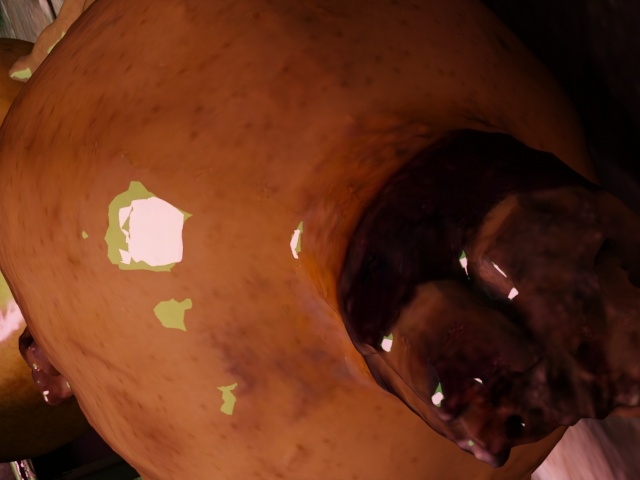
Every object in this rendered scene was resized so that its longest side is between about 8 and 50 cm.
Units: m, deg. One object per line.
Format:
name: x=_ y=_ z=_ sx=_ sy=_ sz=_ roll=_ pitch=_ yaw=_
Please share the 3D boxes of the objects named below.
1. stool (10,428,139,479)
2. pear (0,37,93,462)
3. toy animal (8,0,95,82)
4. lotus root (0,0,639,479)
stool: x=-0.221 y=0.098 z=1.413 sx=0.269 sy=0.170 sz=0.243 roll=126 pitch=122 yaw=-73
pear: x=-0.239 y=0.012 z=1.141 sx=0.304 sy=0.304 sz=0.304 roll=161 pitch=90 yaw=-76
toy animal: x=-0.117 y=-0.120 z=0.921 sx=0.218 sy=0.103 sz=0.101 roll=-129 pitch=43 yaw=-59
lotus root: x=0.000 y=0.000 z=0.446 sx=0.310 sy=0.183 sz=0.183 roll=-175 pitch=67 yaw=-73
